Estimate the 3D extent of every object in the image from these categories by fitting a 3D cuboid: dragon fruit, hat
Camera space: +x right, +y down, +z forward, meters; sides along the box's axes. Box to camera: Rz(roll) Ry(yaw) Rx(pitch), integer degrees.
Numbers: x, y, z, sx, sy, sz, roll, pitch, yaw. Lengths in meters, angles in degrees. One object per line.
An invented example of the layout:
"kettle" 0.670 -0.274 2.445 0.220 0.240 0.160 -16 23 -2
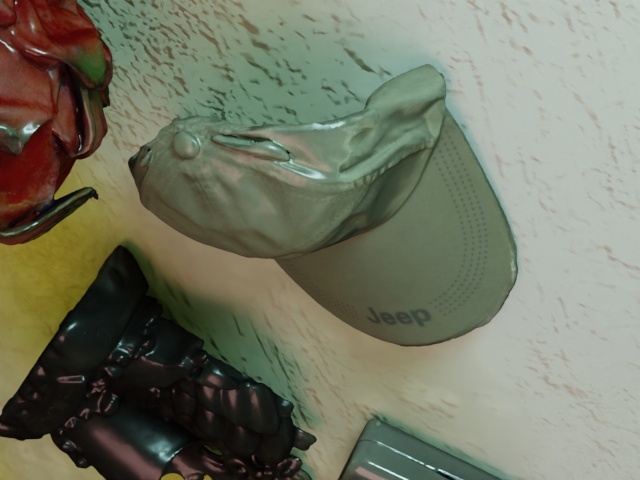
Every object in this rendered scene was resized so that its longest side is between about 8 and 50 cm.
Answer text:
"dragon fruit" -0.248 -0.071 0.837 0.234 0.293 0.234 24 -175 -2
"hat" 0.000 0.000 0.873 0.214 0.149 0.244 -10 116 39

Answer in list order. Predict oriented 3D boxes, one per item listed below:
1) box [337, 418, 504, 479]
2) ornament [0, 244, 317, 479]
"box" 0.129 0.230 1.097 0.244 0.055 0.103 25 141 4
"ornament" -0.109 0.144 1.125 0.260 0.106 0.251 29 144 -9
